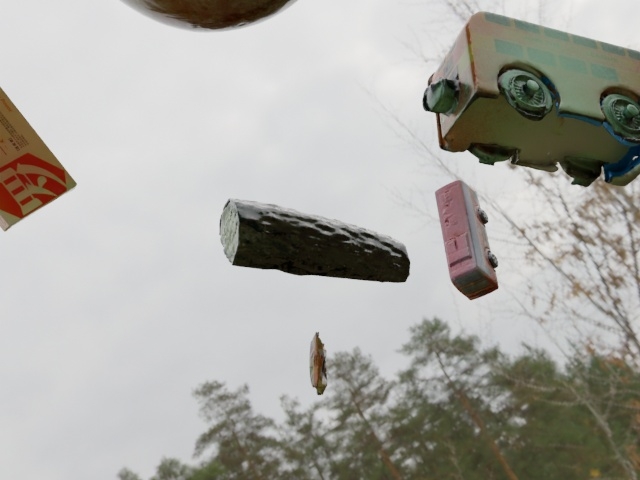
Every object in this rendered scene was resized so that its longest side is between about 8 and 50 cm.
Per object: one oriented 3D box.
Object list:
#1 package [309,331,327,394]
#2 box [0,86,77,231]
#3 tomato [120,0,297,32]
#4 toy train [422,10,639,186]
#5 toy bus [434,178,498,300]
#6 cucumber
[{"bbox_3d":[-0.005,0.247,1.430,0.031,0.108,0.121,-1,-19,5],"label":"package"},{"bbox_3d":[-0.216,-0.059,0.482,0.058,0.093,0.015,-43,11,-38],"label":"box"},{"bbox_3d":[-0.093,-0.311,0.557,0.270,0.270,0.223,84,-152,-54],"label":"tomato"},{"bbox_3d":[0.166,-0.103,0.529,0.188,0.099,0.072,10,-30,-14],"label":"toy train"},{"bbox_3d":[0.229,-0.004,1.141,0.065,0.192,0.077,-29,-43,31],"label":"toy bus"},{"bbox_3d":[0.000,-0.003,0.779,0.211,0.078,0.062,6,-61,-25],"label":"cucumber"}]
